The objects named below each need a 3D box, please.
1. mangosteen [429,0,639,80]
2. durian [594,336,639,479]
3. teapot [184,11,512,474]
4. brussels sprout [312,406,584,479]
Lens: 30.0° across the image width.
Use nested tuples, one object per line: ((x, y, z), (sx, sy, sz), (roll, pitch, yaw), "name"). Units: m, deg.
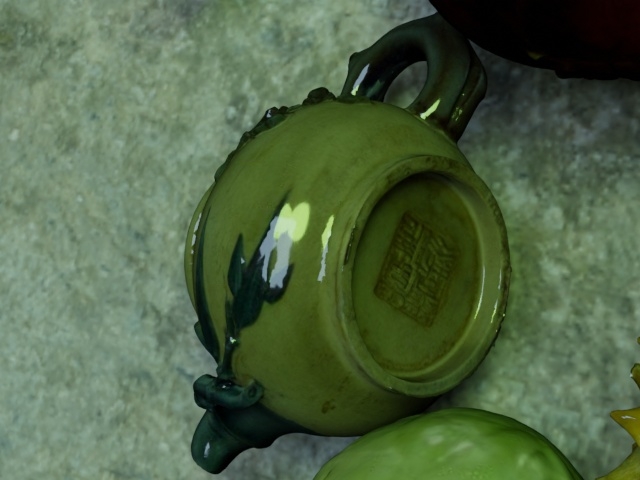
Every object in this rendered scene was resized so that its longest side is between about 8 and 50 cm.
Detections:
((0.148, -0.206, 0.558), (0.235, 0.235, 0.261), (7, 98, 24), "mangosteen")
((0.197, 0.063, 0.538), (0.112, 0.191, 0.341), (-4, 76, 55), "durian")
((0.000, 0.000, 0.643), (0.182, 0.173, 0.269), (4, 69, 49), "teapot")
((0.069, 0.138, 0.571), (0.151, 0.122, 0.149), (34, 139, 4), "brussels sprout")
